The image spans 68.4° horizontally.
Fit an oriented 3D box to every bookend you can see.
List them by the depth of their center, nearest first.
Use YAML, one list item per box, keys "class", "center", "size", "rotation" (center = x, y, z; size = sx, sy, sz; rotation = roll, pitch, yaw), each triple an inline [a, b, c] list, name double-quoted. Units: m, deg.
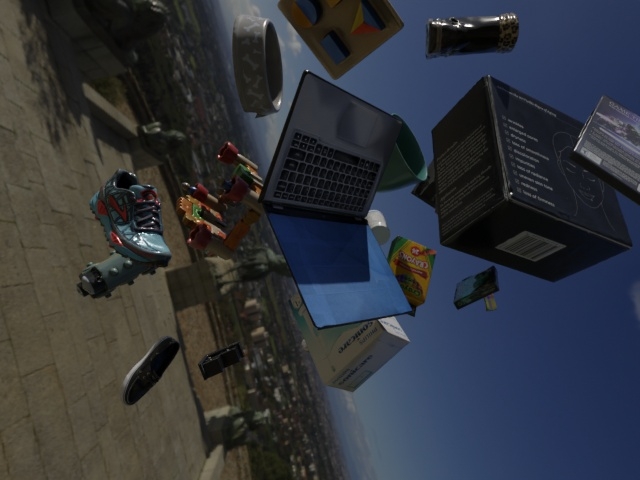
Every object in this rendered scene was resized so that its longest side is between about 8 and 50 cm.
- class: "bookend"
  center: [-0.403, 0.490, 1.931]
  size: [0.157, 0.156, 0.073]
  rotation: [170, -103, -88]

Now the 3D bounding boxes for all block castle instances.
- class: "block castle"
  center: [-0.373, -0.162, 1.735]
  size: [0.212, 0.303, 0.453]
  rotation: [32, 16, -28]

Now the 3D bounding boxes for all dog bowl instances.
- class: "dog bowl"
  center: [-0.207, -0.601, 1.641]
  size: [0.349, 0.102, 0.350]
  rotation: [-1, 90, -83]

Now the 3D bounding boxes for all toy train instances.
- class: "toy train"
  center: [-0.689, 0.091, 1.662]
  size: [0.190, 0.333, 0.142]
  rotation: [-21, -81, 56]

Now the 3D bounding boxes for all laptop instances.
- class: "laptop"
  center: [0.092, -0.070, 0.979]
  size: [0.236, 0.381, 0.409]
  rotation: [29, -75, 34]

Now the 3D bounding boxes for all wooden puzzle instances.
- class: "wooden puzzle"
  center: [0.049, -0.726, 1.534]
  size: [0.322, 0.347, 0.081]
  rotation: [48, 49, -18]

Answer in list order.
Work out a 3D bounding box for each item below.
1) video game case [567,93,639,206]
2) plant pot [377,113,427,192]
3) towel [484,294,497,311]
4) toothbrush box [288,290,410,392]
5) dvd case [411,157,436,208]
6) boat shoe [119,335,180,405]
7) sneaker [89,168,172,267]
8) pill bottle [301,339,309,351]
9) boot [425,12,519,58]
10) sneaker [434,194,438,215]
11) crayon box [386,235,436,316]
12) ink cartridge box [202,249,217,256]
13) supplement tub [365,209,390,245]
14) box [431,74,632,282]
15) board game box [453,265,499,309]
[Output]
- class: "video game case"
  center: [0.662, -0.198, 1.021]
  size: [0.196, 0.274, 0.026]
  rotation: [37, -36, 8]
- class: "plant pot"
  center: [0.260, -0.329, 1.917]
  size: [0.293, 0.235, 0.293]
  rotation: [38, 40, -40]
- class: "towel"
  center: [0.621, 0.229, 1.727]
  size: [0.083, 0.009, 0.060]
  rotation: [0, 75, -47]
- class: "toothbrush box"
  center: [0.065, 0.212, 1.258]
  size: [0.126, 0.216, 0.296]
  rotation: [29, 21, -40]
- class: "dvd case"
  center: [0.552, -0.267, 2.142]
  size: [0.179, 0.239, 0.029]
  rotation: [35, 14, 8]
- class: "boat shoe"
  center: [-0.499, 0.390, 1.402]
  size: [0.076, 0.229, 0.080]
  rotation: [2, -44, 42]
- class: "sneaker"
  center: [-0.373, -0.053, 0.947]
  size: [0.262, 0.125, 0.104]
  rotation: [43, 14, 27]
- class: "pill bottle"
  center: [-0.043, 0.401, 1.797]
  size: [0.083, 0.043, 0.044]
  rotation: [47, 21, -57]
- class: "boot"
  center: [0.507, -0.706, 1.623]
  size: [0.377, 0.283, 0.138]
  rotation: [-60, 149, -67]
- class: "sneaker"
  center: [0.434, -0.101, 1.656]
  size: [0.065, 0.061, 0.158]
  rotation: [142, -50, -60]
- class: "crayon box"
  center: [0.389, 0.159, 2.124]
  size: [0.081, 0.202, 0.319]
  rotation: [127, -16, -64]
- class: "ink cartridge box"
  center: [-0.507, 0.035, 2.122]
  size: [0.115, 0.029, 0.063]
  rotation: [46, 19, -45]
- class: "supplement tub"
  center: [0.163, -0.039, 1.394]
  size: [0.107, 0.070, 0.071]
  rotation: [-99, 175, -60]
- class: "box"
  center: [0.634, -0.180, 1.481]
  size: [0.297, 0.479, 0.473]
  rotation: [-44, -146, 53]
- class: "board game box"
  center: [0.447, 0.132, 1.351]
  size: [0.026, 0.126, 0.186]
  rotation: [58, 22, -1]
